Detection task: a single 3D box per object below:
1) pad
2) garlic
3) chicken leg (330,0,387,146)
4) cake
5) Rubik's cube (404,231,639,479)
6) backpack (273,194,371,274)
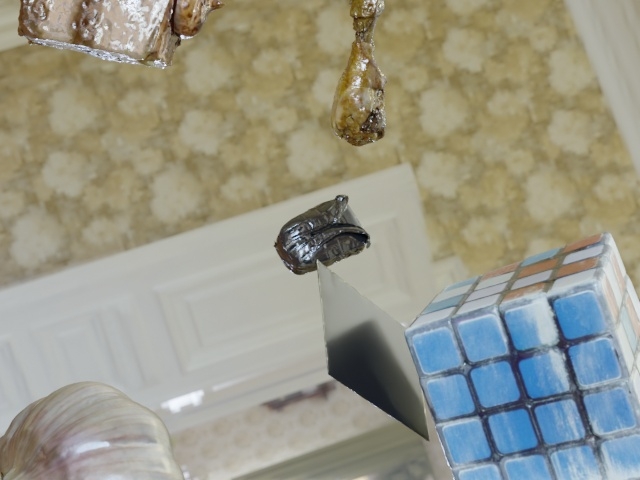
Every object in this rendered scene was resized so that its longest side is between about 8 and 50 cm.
[{"bbox_3d":[0.069,0.146,1.568,0.245,0.006,0.170,39,35,-45],"label":"pad"},{"bbox_3d":[-0.321,0.331,1.593,0.241,0.322,0.322,67,0,-51],"label":"garlic"},{"bbox_3d":[0.064,-0.265,1.886,0.107,0.087,0.251,-76,170,-72],"label":"chicken leg"},{"bbox_3d":[-0.297,-0.365,1.889,0.196,0.293,0.199,153,-48,-89],"label":"cake"},{"bbox_3d":[0.285,0.164,1.556,0.259,0.256,0.253,70,22,-5],"label":"Rubik's cube"},{"bbox_3d":[-0.003,-0.002,2.253,0.120,0.165,0.106,62,-21,19],"label":"backpack"}]
